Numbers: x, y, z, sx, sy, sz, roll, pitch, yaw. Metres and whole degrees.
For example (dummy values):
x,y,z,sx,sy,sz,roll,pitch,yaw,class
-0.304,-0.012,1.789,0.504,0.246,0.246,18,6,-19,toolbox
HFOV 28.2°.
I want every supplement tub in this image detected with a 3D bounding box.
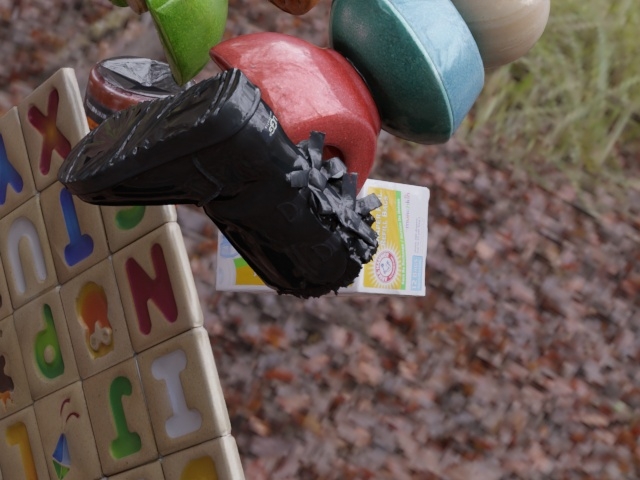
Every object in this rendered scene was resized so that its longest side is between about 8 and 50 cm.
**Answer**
x,y,z,sx,sy,sz,roll,pitch,yaw,class
-0.180,-0.065,1.197,0.106,0.198,0.106,12,28,-6,supplement tub

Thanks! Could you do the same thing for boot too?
x,y,z,sx,sy,sz,roll,pitch,yaw,class
-0.041,-0.016,0.533,0.099,0.121,0.045,48,46,-29,boot

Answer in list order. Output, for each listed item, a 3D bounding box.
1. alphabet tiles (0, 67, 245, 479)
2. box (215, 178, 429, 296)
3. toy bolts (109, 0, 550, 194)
x,y,z,sx,sy,sz,roll,pitch,yaw,class
-0.153,0.089,0.750,0.011,0.285,0.343,-5,76,-44,alphabet tiles
0.000,0.000,1.288,0.203,0.114,0.103,-2,-6,43,box
-0.004,-0.145,0.593,0.158,0.218,0.228,-33,65,-11,toy bolts
